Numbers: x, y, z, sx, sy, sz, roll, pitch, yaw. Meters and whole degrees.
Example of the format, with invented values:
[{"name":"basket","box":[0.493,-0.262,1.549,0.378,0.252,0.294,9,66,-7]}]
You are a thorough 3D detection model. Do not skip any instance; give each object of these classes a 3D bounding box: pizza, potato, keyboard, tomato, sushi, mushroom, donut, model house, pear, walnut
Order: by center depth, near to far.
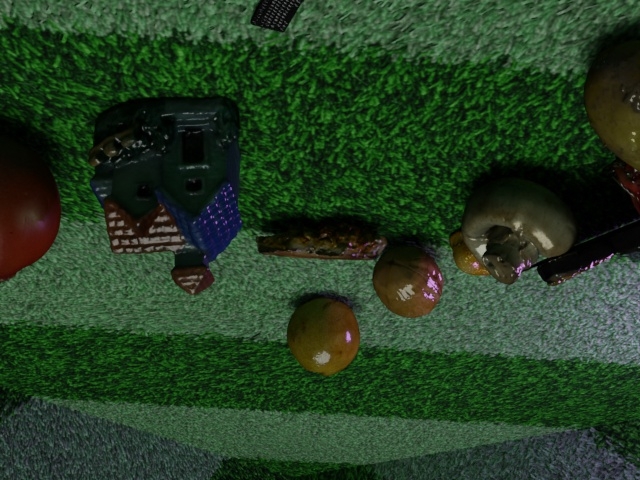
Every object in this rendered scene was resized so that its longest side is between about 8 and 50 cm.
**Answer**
[{"name":"keyboard","box":[-0.056,-0.386,1.526,0.061,0.013,0.204,11,160,-17]},{"name":"potato","box":[0.567,-0.228,1.640,0.266,0.229,0.229,24,146,-22]},{"name":"model house","box":[-0.297,-0.068,1.854,0.295,0.329,0.251,-1,156,1]},{"name":"tomato","box":[-0.677,-0.073,1.919,0.322,0.321,0.321,1,153,1]},{"name":"mushroom","box":[0.389,-0.032,2.020,0.189,0.195,0.254,48,149,-14]},{"name":"sushi","box":[0.597,0.029,2.088,0.343,0.064,0.359,-18,173,-46]},{"name":"pizza","box":[0.000,0.000,2.232,0.306,0.085,0.161,2,175,4]},{"name":"donut","box":[0.398,0.028,2.274,0.190,0.074,0.174,0,153,2]},{"name":"walnut","box":[0.209,0.097,2.322,0.165,0.165,0.197,-16,146,31]},{"name":"pear","box":[0.010,0.264,2.625,0.209,0.208,0.209,1,153,1]}]

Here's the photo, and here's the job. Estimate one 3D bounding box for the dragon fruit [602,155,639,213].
[{"name":"dragon fruit","box":[0.676,-0.124,1.836,0.293,0.233,0.234,25,147,-13]}]
